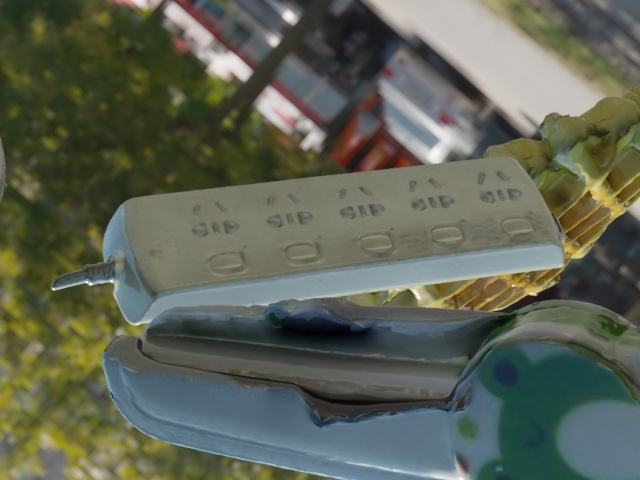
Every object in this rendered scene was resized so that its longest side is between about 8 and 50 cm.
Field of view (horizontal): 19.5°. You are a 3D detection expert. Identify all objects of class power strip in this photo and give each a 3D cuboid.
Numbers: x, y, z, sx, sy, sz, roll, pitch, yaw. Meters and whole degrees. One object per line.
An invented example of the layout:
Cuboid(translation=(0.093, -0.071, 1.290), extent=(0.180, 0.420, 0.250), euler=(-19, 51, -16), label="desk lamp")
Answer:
Cuboid(translation=(0.000, 0.000, 0.858), extent=(0.027, 0.253, 0.060), euler=(103, 152, -45), label="power strip")

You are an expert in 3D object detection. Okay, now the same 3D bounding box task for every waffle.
Cuboid(translation=(0.116, -0.005, 1.142), extent=(0.056, 0.261, 0.250), euler=(58, 146, 16), label="waffle")

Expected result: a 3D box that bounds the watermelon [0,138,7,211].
Cuboid(translation=(-0.164, -0.029, 0.782), extent=(0.062, 0.105, 0.105), euler=(-2, -158, -20), label="watermelon")

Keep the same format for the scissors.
Cuboid(translation=(0.052, 0.037, 0.377), extent=(0.204, 0.101, 0.027), euler=(4, -163, 20), label="scissors")
